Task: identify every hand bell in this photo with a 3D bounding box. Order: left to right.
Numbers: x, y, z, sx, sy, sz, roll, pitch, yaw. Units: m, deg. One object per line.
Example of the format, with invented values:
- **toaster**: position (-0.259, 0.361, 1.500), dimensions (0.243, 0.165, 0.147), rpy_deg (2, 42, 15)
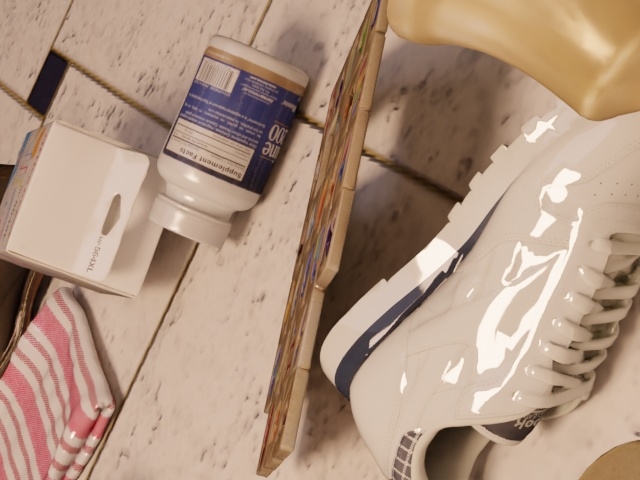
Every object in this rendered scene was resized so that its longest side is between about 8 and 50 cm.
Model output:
- **hand bell**: position (0.149, -0.038, 0.587), dimensions (0.242, 0.126, 0.126), rpy_deg (48, 118, 16)

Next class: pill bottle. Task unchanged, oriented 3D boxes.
- **pill bottle**: position (-0.059, -0.059, 0.991), dimensions (0.067, 0.067, 0.120), rpy_deg (28, 95, 58)

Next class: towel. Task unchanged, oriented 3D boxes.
- **towel**: position (-0.210, 0.144, 1.130), dimensions (0.197, 0.029, 0.144), rpy_deg (-57, 34, 16)

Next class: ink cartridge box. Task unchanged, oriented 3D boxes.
- **ink cartridge box**: position (-0.155, -0.020, 1.057), dimensions (0.092, 0.090, 0.143), rpy_deg (-72, 16, -7)

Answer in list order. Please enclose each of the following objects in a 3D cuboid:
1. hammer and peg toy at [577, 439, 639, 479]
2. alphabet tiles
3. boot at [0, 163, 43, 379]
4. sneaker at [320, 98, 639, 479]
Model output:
- **hammer and peg toy**: position (0.152, 0.243, 0.443), dimensions (0.266, 0.127, 0.361), rpy_deg (-57, 33, 20)
- **alphabet tiles**: position (0.000, 0.000, 0.837), dimensions (0.198, 0.009, 0.237), rpy_deg (120, 162, -74)
- **boot**: position (-0.262, 0.029, 1.202), dimensions (0.219, 0.106, 0.082), rpy_deg (-57, 33, 16)
- **sneaker**: position (0.099, 0.023, 0.709), dimensions (0.235, 0.090, 0.095), rpy_deg (-51, 48, 31)
